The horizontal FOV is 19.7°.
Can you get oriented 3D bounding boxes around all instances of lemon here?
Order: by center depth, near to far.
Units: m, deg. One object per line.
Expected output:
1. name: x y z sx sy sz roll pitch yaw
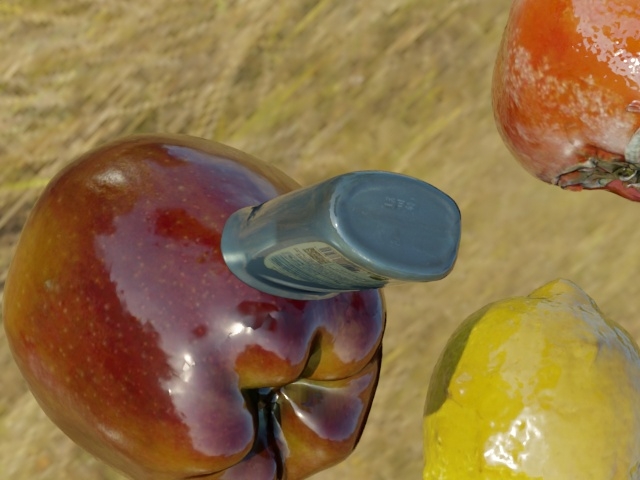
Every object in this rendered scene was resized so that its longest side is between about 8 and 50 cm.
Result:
1. lemon: 0.208 0.177 1.754 0.233 0.233 0.288 3 95 -47

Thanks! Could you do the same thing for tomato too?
1. tomato: 0.229 -0.126 1.262 0.232 0.232 0.189 17 76 -39

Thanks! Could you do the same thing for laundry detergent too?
1. laundry detergent: 0.000 0.001 1.130 0.096 0.206 0.061 11 79 -26

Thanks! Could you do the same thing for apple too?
1. apple: -0.102 0.061 1.460 0.288 0.288 0.317 8 21 -44
